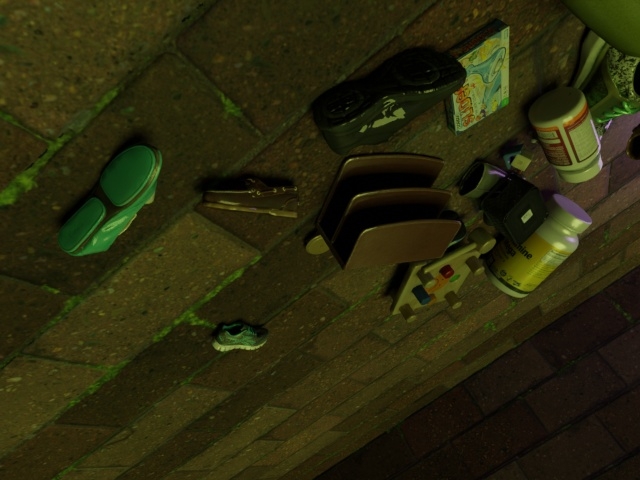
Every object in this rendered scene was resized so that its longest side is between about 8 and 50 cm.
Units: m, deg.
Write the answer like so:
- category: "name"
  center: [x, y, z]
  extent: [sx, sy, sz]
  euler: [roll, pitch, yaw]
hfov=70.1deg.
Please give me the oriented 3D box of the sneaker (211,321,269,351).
- category: "sneaker"
  center: [-0.209, 0.256, 1.244]
  extent: [0.166, 0.065, 0.076]
  euler: [-1, 132, -37]

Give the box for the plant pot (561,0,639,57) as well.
- category: "plant pot"
  center: [0.467, -0.466, 0.701]
  extent: [0.293, 0.275, 0.275]
  euler: [9, 131, -23]

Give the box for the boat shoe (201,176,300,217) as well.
- category: "boat shoe"
  center: [-0.130, -0.086, 0.878]
  extent: [0.207, 0.073, 0.073]
  euler: [2, 97, -42]

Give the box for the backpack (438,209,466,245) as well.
- category: "backpack"
  center: [0.330, -0.028, 1.250]
  extent: [0.114, 0.105, 0.084]
  euler: [-18, 166, -18]

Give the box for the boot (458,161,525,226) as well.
- category: "boot"
  center: [0.453, -0.121, 1.246]
  extent: [0.208, 0.076, 0.189]
  euler: [-6, 124, -41]

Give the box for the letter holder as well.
- category: "letter holder"
  center: [0.177, -0.071, 1.042]
  extent: [0.302, 0.152, 0.214]
  euler: [-5, 136, -32]

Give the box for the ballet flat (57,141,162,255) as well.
- category: "ballet flat"
  center: [-0.330, -0.067, 0.755]
  extent: [0.247, 0.083, 0.087]
  euler: [-42, 168, 16]

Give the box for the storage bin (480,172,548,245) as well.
- category: "storage bin"
  center: [0.524, -0.082, 1.225]
  extent: [0.122, 0.084, 0.180]
  euler: [-47, 138, 6]

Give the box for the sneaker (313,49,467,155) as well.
- category: "sneaker"
  center: [0.128, -0.250, 0.842]
  extent: [0.286, 0.109, 0.130]
  euler: [-21, 151, 2]

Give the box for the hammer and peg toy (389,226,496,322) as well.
- category: "hammer and peg toy"
  center: [0.361, 0.091, 1.397]
  extent: [0.266, 0.127, 0.361]
  euler: [-12, 141, -21]

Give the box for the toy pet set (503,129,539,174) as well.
- category: "toy pet set"
  center: [0.519, -0.228, 1.195]
  extent: [0.114, 0.065, 0.122]
  euler: [-50, 164, -38]

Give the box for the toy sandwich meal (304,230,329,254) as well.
- category: "toy sandwich meal"
  center: [0.000, 0.000, 1.108]
  extent: [0.085, 0.029, 0.085]
  euler: [-18, 147, -12]

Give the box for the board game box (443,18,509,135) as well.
- category: "board game box"
  center: [0.316, -0.323, 0.929]
  extent: [0.136, 0.035, 0.201]
  euler: [-32, 145, 3]

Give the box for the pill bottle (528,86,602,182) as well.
- category: "pill bottle"
  center: [0.597, -0.248, 1.100]
  extent: [0.121, 0.121, 0.221]
  euler: [-38, 126, 11]

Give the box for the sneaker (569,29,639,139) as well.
- category: "sneaker"
  center: [0.685, -0.336, 1.053]
  extent: [0.158, 0.182, 0.410]
  euler: [-30, 146, -1]

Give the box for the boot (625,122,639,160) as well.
- category: "boot"
  center: [0.799, -0.317, 1.010]
  extent: [0.220, 0.109, 0.283]
  euler: [-41, 159, -4]

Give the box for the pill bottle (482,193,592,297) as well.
- category: "pill bottle"
  center: [0.710, 0.017, 1.505]
  extent: [0.188, 0.188, 0.334]
  euler: [1, 134, -37]
